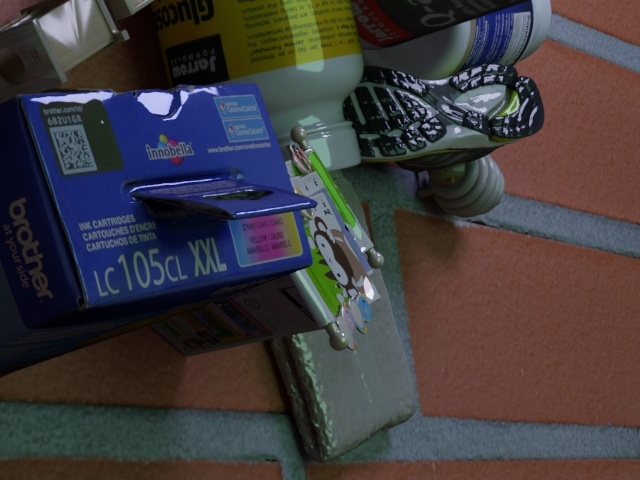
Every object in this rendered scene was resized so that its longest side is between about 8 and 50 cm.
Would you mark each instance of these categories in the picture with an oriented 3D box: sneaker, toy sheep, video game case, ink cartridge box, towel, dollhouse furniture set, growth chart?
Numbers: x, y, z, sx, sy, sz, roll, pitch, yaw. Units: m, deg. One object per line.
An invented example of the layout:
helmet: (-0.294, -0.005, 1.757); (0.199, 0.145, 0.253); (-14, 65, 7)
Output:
sneaker: (0.092, -0.116, 2.028); (0.300, 0.121, 0.111); (-2, 67, -28)
toy sheep: (0.166, -0.066, 2.165); (0.132, 0.091, 0.091); (22, 59, -51)
video game case: (-0.104, 0.024, 1.628); (0.212, 0.193, 0.023); (44, 46, -38)
ink cartridge box: (-0.196, 0.001, 1.312); (0.270, 0.395, 0.151); (-11, 80, -57)
towel: (0.005, 0.071, 1.907); (0.187, 0.049, 0.282); (-20, 95, -56)
dollhouse furniture set: (-0.203, -0.134, 1.634); (0.182, 0.101, 0.161); (-45, 114, -54)
growth chart: (0.000, 0.000, 1.613); (0.172, 0.021, 0.237); (56, 18, -7)

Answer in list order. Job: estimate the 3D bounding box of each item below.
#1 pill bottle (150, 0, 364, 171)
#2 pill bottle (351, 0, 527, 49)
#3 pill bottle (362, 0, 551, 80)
pill bottle: (-0.065, -0.220, 1.787); (0.188, 0.188, 0.333); (-17, 95, -57)
pill bottle: (0.094, -0.312, 1.908); (0.210, 0.363, 0.210); (29, 53, -48)
pill bottle: (0.156, -0.256, 2.171); (0.265, 0.153, 0.153); (-16, 90, -58)
